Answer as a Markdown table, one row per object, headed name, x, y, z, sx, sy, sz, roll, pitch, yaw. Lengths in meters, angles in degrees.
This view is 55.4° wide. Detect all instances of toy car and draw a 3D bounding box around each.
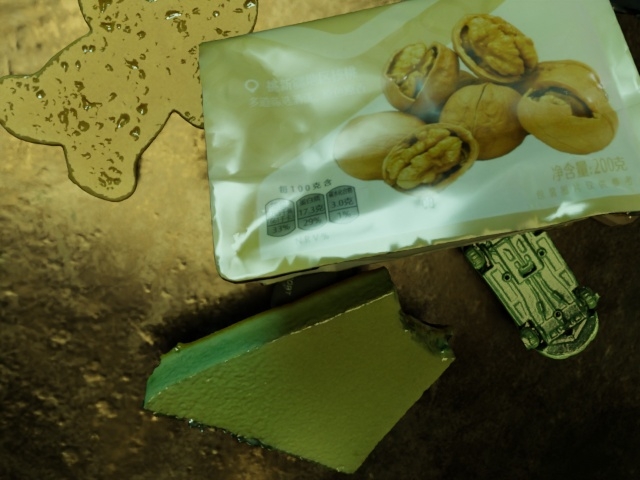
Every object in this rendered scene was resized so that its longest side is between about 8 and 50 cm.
| name | x | y | z | sx | sy | sz | roll | pitch | yaw |
| --- | --- | --- | --- | --- | --- | --- | --- | --- | --- |
| toy car | 0.217 | 0.042 | 0.644 | 0.093 | 0.058 | 0.186 | -36 | 97 | 0 |

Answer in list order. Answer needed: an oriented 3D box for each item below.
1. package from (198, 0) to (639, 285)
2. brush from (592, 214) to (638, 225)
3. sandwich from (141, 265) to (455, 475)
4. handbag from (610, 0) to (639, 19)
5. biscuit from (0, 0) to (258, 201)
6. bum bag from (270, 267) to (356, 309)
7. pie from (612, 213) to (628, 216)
| name | x | y | z | sx | sy | sz | roll | pitch | yaw |
| --- | --- | --- | --- | --- | --- | --- | --- | --- | --- |
| package | 0.075 | -0.065 | 0.499 | 0.312 | 0.165 | 0.221 | -10 | 66 | 3 |
| brush | 0.216 | -0.072 | 0.612 | 0.313 | 0.067 | 0.071 | 19 | 99 | -18 |
| sandwich | -0.007 | 0.106 | 0.582 | 0.245 | 0.063 | 0.212 | 28 | 108 | -29 |
| handbag | 0.226 | -0.324 | 0.473 | 0.343 | 0.152 | 0.287 | 15 | 112 | 14 |
| biscuit | -0.152 | -0.149 | 0.525 | 0.240 | 0.035 | 0.158 | -42 | 111 | 1 |
| bum bag | 0.000 | 0.000 | 0.593 | 0.087 | 0.049 | 0.197 | 3 | 106 | -21 |
| pie | 0.266 | -0.101 | 0.605 | 0.088 | 0.033 | 0.191 | -27 | 91 | -31 |
